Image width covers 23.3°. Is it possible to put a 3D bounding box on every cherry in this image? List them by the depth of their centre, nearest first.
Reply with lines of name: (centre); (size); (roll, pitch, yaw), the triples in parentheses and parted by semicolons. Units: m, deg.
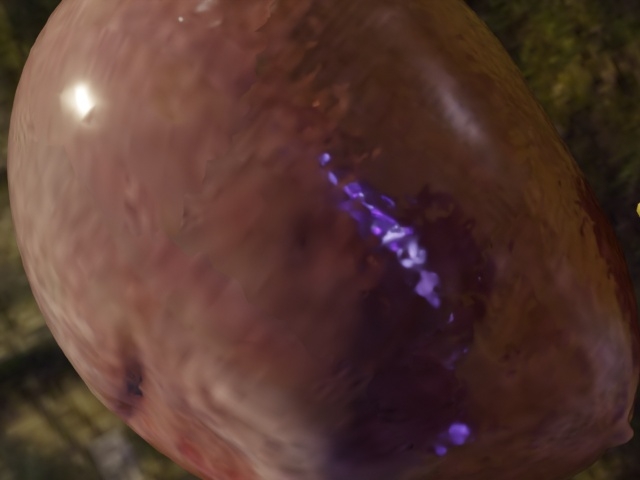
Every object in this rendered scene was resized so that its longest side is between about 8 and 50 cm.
cherry: (0.000, 0.000, 0.643); (0.307, 0.221, 0.261); (42, 166, 31)

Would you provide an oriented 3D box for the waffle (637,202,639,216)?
waffle: (0.309, 0.021, 0.802); (0.301, 0.058, 0.281); (-20, 113, 46)
